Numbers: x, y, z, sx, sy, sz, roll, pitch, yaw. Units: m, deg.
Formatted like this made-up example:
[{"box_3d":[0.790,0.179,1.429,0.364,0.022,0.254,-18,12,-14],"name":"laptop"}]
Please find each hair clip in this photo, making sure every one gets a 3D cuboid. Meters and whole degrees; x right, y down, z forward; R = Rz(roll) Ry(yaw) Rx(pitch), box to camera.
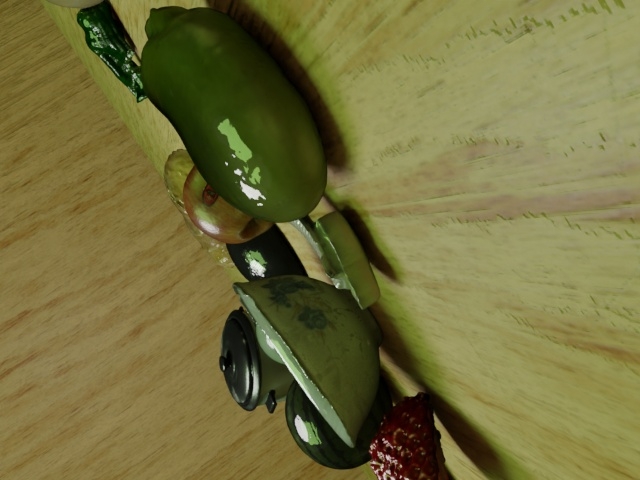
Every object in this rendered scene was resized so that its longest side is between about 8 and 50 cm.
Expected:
[{"box_3d":[0.002,0.000,0.865,0.218,0.071,0.159,50,175,25],"name":"hair clip"}]

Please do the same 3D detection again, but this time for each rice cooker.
[{"box_3d":[-0.131,0.279,1.657,0.280,0.227,0.241,65,148,34],"name":"rice cooker"}]

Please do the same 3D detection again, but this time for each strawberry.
[{"box_3d":[0.124,0.330,0.995,0.236,0.111,0.190,-53,-48,-79],"name":"strawberry"}]

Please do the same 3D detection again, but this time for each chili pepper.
[{"box_3d":[-0.443,-0.408,1.507,0.099,0.083,0.253,31,158,43],"name":"chili pepper"}]

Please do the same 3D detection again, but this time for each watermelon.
[{"box_3d":[0.034,0.322,1.307,0.212,0.212,0.212,52,168,15],"name":"watermelon"}]

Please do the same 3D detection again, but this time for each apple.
[{"box_3d":[-0.136,-0.065,1.081,0.131,0.146,0.146,39,163,23],"name":"apple"}]

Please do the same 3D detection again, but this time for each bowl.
[{"box_3d":[0.009,0.153,1.081,0.313,0.146,0.313,52,170,13],"name":"bowl"}]

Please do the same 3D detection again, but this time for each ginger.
[{"box_3d":[-0.275,-0.076,1.663,0.190,0.126,0.354,58,171,45],"name":"ginger"}]

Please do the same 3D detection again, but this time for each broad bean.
[{"box_3d":[-0.097,-0.139,0.759,0.291,0.119,0.238,47,159,25],"name":"broad bean"}]

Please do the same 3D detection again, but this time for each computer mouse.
[{"box_3d":[-0.132,0.028,1.420,0.170,0.100,0.269,62,167,-21],"name":"computer mouse"}]

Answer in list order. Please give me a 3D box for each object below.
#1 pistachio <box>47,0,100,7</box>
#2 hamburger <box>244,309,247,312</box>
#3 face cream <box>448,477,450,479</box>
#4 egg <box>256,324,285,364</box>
[{"box_3d":[-0.375,-0.423,1.060,0.215,0.144,0.144,30,153,51],"name":"pistachio"},{"box_3d":[-0.189,0.311,2.168,0.237,0.237,0.149,53,164,11],"name":"hamburger"},{"box_3d":[0.256,0.560,1.342,0.348,0.105,0.105,55,169,-3],"name":"face cream"},{"box_3d":[-0.056,0.180,1.410,0.149,0.149,0.192,52,171,16],"name":"egg"}]
